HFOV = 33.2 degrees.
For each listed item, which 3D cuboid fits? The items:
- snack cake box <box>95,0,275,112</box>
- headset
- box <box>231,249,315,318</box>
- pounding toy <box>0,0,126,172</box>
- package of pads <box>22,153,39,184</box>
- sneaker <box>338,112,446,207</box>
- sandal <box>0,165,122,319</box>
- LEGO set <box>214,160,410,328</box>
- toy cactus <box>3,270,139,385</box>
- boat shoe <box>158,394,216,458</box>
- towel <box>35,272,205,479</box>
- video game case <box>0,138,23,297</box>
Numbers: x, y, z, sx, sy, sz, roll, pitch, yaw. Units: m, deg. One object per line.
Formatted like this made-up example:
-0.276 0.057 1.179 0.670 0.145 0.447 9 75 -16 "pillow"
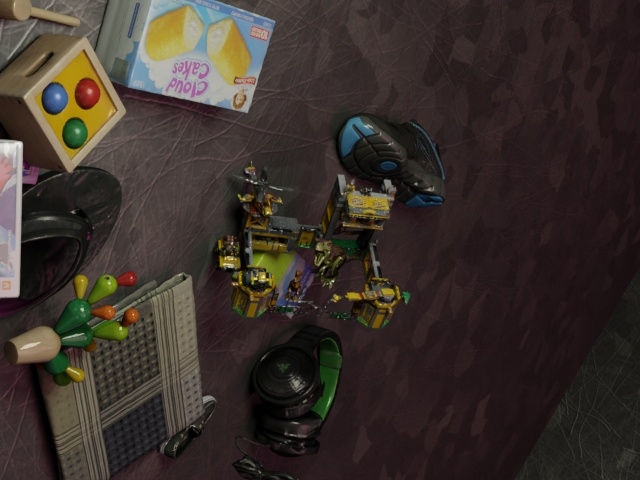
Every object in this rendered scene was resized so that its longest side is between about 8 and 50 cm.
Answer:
-0.197 -0.284 1.573 0.264 0.089 0.152 3 105 -55 "snack cake box"
-0.039 0.331 2.072 0.394 0.185 0.243 -44 141 -49 "headset"
-0.082 0.062 1.980 0.109 0.042 0.178 -60 146 -11 "box"
-0.338 -0.225 1.384 0.181 0.094 0.206 -54 139 -31 "pounding toy"
-0.413 -0.103 1.426 0.083 0.032 0.050 2 107 -55 "package of pads"
0.140 -0.181 2.116 0.341 0.125 0.139 34 53 -53 "sneaker"
-0.421 0.044 1.433 0.446 0.107 0.167 -35 135 -39 "sandal"
0.000 0.000 1.791 0.192 0.331 0.255 110 -12 -45 "LEGO set"
-0.357 0.126 1.492 0.180 0.112 0.219 -13 153 -50 "toy cactus"
-0.231 0.340 1.936 0.142 0.040 0.049 -45 141 -29 "boat shoe"
-0.321 0.234 1.752 0.312 0.056 0.324 -31 135 -38 "towel"
-0.460 -0.026 1.319 0.183 0.023 0.201 0 94 -34 "video game case"
